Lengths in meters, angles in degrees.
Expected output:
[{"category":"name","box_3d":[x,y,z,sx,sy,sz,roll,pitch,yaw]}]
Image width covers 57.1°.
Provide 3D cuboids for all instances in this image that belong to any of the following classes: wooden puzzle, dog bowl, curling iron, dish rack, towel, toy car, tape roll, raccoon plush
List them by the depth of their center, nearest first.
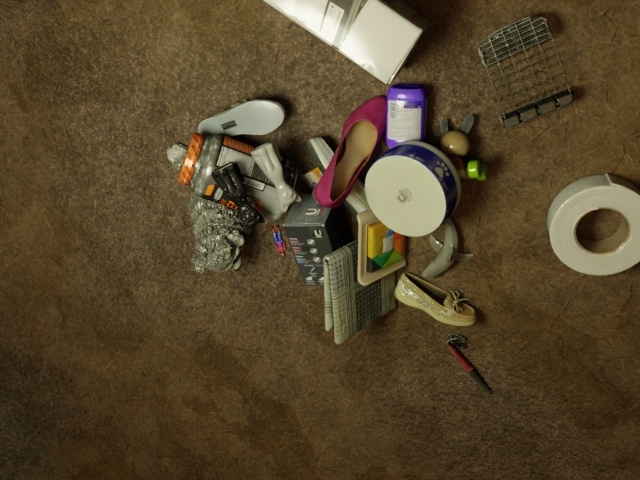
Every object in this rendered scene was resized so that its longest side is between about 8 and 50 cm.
[{"category":"dish rack","box_3d":[0.560,-0.462,1.612,0.208,0.074,0.272,-20,106,22]},{"category":"dog bowl","box_3d":[0.264,-0.148,1.705,0.264,0.104,0.265,22,131,27]},{"category":"tape roll","box_3d":[0.815,-0.045,1.716,0.286,0.100,0.286,7,116,14]},{"category":"toy car","box_3d":[0.401,-0.270,1.732,0.155,0.149,0.189,-1,90,30]},{"category":"wooden puzzle","box_3d":[0.203,0.003,1.857,0.044,0.220,0.239,19,122,45]},{"category":"towel","box_3d":[0.131,0.141,1.909,0.056,0.312,0.325,18,123,42]},{"category":"raccoon plush","box_3d":[-0.408,-0.082,1.935,0.446,0.299,0.216,39,119,-4]},{"category":"curling iron","box_3d":[0.527,0.437,2.063,0.068,0.035,0.274,-27,105,25]}]

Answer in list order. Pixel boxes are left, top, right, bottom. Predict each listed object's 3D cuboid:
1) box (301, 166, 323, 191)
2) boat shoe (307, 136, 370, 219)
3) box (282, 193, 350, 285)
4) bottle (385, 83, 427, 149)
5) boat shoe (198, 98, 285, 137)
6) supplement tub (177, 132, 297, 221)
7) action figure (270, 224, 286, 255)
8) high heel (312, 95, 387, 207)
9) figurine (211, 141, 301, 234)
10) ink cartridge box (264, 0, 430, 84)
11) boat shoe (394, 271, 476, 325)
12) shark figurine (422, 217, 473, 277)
[{"category":"box","box_3d":[-0.014,-0.190,1.890,0.028,0.136,0.081,-40,102,-13]},{"category":"boat shoe","box_3d":[0.076,-0.202,1.858,0.103,0.118,0.320,-40,98,-10]},{"category":"box","box_3d":[0.000,0.000,1.892,0.143,0.165,0.270,0,133,21]},{"category":"bottle","box_3d":[0.254,-0.318,1.752,0.118,0.092,0.283,7,116,19]},{"category":"boat shoe","box_3d":[-0.239,-0.384,1.856,0.306,0.105,0.113,-14,117,29]},{"category":"supplement tub","box_3d":[-0.259,-0.203,1.839,0.337,0.207,0.207,19,120,-15]},{"category":"action figure","box_3d":[-0.147,0.003,2.057,0.038,0.030,0.115,-11,113,15]},{"category":"high heel","box_3d":[0.109,-0.257,1.706,0.127,0.181,0.377,28,91,-16]},{"category":"figurine","box_3d":[-0.177,-0.155,1.719,0.214,0.092,0.210,-31,106,-16]},{"category":"ink cartridge box","box_3d":[0.081,-0.608,1.555,0.394,0.285,0.166,34,118,-2]},{"category":"boat shoe","box_3d":[0.387,0.197,1.950,0.285,0.105,0.089,20,121,7]},{"category":"shark figurine","box_3d":[0.395,0.007,1.856,0.166,0.116,0.278,-2,116,15]}]
